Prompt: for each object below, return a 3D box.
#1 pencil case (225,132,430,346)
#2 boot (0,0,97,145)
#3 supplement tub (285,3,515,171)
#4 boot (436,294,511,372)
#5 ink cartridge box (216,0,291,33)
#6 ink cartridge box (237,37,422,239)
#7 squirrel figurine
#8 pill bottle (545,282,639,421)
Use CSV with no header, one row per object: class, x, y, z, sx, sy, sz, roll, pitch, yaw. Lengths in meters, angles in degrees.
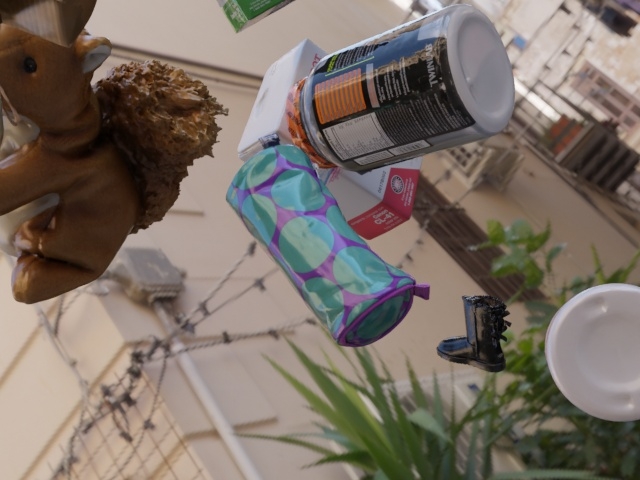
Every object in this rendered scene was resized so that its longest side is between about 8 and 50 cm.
pencil case,0.000,0.000,0.567,0.070,0.151,0.064,-29,-29,-16
boot,-0.312,-0.136,0.581,0.104,0.211,0.295,107,-173,-54
supplement tub,0.111,-0.214,1.268,0.316,0.193,0.194,-11,-7,40
boot,0.210,0.124,1.179,0.045,0.121,0.099,-20,-70,-38
ink cartridge box,-0.124,-0.474,1.393,0.153,0.208,0.087,-35,9,-17
ink cartridge box,0.032,-0.176,1.523,0.306,0.226,0.131,32,-35,-27
squirrel figurine,-0.345,-0.163,1.210,0.397,0.281,0.370,-17,-50,-37
pill bottle,0.374,0.142,1.100,0.160,0.160,0.283,-44,-14,6
